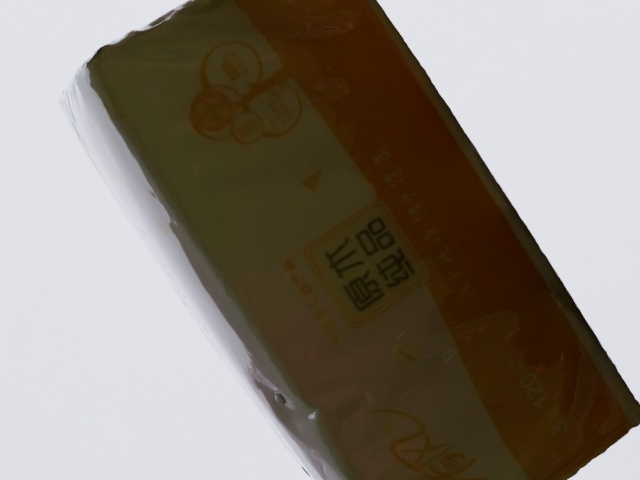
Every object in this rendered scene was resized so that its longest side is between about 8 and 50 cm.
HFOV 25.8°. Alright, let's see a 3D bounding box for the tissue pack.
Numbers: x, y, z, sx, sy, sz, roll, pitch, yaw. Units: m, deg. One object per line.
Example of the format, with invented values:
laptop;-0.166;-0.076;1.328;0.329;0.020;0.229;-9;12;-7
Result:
tissue pack;0.000;0.000;0.584;0.124;0.185;0.225;-34;-81;-7
